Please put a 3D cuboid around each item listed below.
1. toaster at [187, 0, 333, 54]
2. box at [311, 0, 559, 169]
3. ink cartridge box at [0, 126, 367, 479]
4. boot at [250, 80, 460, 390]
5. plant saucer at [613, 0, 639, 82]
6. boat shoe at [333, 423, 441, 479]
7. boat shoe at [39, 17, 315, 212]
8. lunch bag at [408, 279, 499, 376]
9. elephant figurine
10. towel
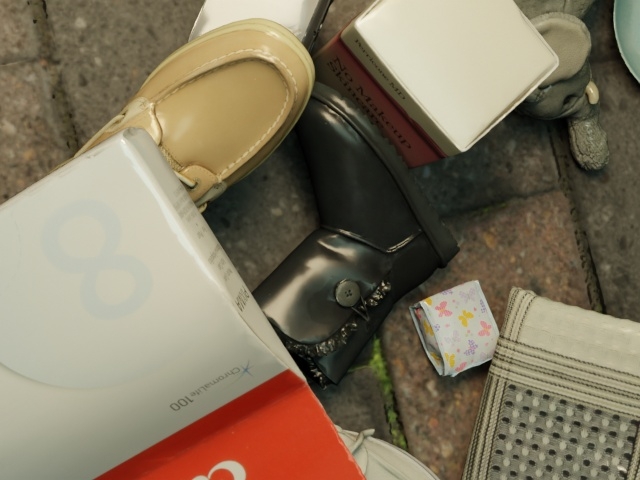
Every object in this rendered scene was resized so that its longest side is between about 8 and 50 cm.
[{"bbox_3d":[-0.057,-0.201,1.016,0.110,0.168,0.185,24,83,-10],"label":"toaster"},{"bbox_3d":[0.090,-0.161,1.016,0.127,0.232,0.148,-43,97,-11],"label":"box"},{"bbox_3d":[-0.173,0.150,0.866,0.308,0.091,0.385,-31,97,8],"label":"ink cartridge box"},{"bbox_3d":[0.000,0.000,1.044,0.207,0.094,0.246,-45,116,-13],"label":"boot"},{"bbox_3d":[0.402,-0.237,1.195,0.195,0.037,0.195,1,87,-14],"label":"plant saucer"},{"bbox_3d":[-0.019,0.217,1.014,0.367,0.156,0.136,28,82,-10],"label":"boat shoe"},{"bbox_3d":[-0.142,-0.056,0.927,0.341,0.110,0.121,-36,111,28],"label":"boat shoe"},{"bbox_3d":[0.139,0.092,1.111,0.071,0.053,0.083,-21,83,-15],"label":"lunch bag"},{"bbox_3d":[0.220,-0.199,1.100,0.186,0.169,0.239,14,101,16],"label":"elephant figurine"},{"bbox_3d":[0.289,0.232,1.020,0.324,0.056,0.312,17,97,28],"label":"towel"}]
